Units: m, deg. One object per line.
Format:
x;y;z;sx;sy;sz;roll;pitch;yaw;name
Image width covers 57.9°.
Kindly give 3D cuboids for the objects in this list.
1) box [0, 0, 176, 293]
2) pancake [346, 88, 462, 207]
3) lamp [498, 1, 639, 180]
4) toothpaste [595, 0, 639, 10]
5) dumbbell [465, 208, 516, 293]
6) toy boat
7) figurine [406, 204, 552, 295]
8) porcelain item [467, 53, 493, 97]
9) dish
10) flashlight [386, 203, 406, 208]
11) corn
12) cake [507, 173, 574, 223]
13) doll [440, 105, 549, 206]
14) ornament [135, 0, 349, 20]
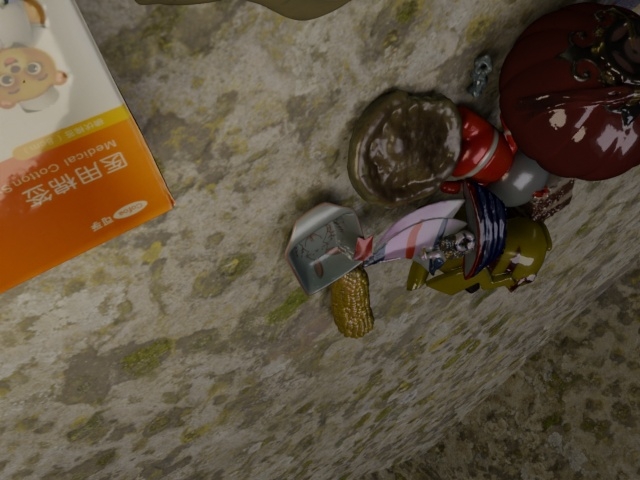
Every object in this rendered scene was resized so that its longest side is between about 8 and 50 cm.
-0.310;-0.123;0.560;0.224;0.143;0.341;-28;146;-13;box
0.153;-0.154;0.996;0.236;0.042;0.223;18;102;-39;pancake
0.453;-0.252;0.979;0.303;0.303;0.257;-26;172;-16;lamp
0.545;-0.435;1.063;0.099;0.069;0.282;28;126;-23;toothpaste
0.428;0.022;1.476;0.225;0.124;0.140;-37;149;1;dumbbell
0.229;-0.025;1.135;0.318;0.072;0.219;10;116;-18;toy boat
0.345;0.025;1.308;0.326;0.169;0.218;12;122;-1;figurine
0.280;-0.290;1.014;0.028;0.036;0.083;-57;165;-30;porcelain item
0.000;0.000;1.092;0.154;0.064;0.234;-32;149;-7;dish
0.126;-0.115;1.080;0.093;0.047;0.200;-45;148;12;flashlight
0.073;0.137;1.309;0.101;0.101;0.292;-28;150;-13;corn
0.504;-0.127;1.348;0.135;0.135;0.147;-35;155;-6;cake
0.358;-0.154;1.165;0.336;0.105;0.200;19;119;-33;doll
-0.056;-0.289;0.614;0.244;0.061;0.230;-14;177;33;ornament
